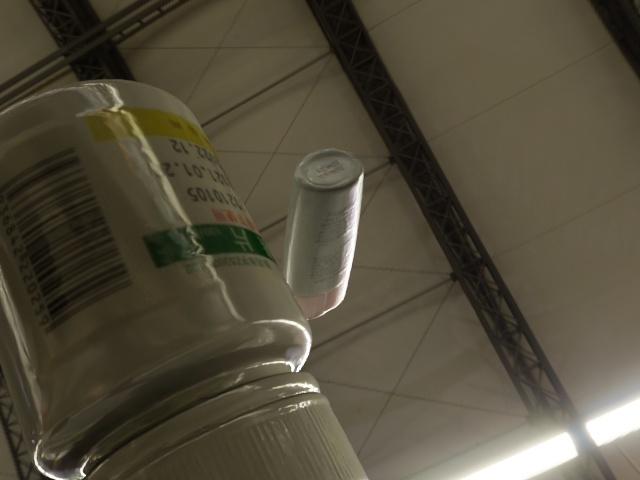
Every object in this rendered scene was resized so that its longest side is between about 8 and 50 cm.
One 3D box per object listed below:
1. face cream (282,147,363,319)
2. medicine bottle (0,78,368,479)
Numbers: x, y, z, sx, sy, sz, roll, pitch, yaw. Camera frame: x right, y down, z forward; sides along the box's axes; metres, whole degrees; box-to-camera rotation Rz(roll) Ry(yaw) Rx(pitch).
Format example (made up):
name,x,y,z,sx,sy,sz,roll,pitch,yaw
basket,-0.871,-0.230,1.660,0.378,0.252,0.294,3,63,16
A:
name,x,y,z,sx,sy,sz,roll,pitch,yaw
face cream,0.000,0.000,0.648,0.084,0.057,0.198,-25,-34,-26
medicine bottle,-0.119,0.071,0.470,0.208,0.208,0.340,-35,-112,9
